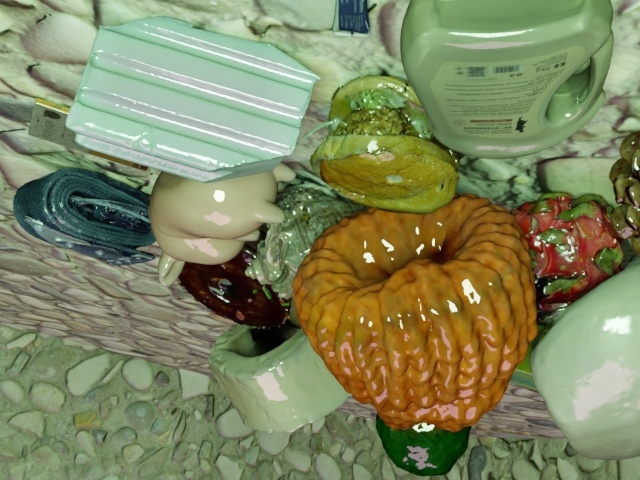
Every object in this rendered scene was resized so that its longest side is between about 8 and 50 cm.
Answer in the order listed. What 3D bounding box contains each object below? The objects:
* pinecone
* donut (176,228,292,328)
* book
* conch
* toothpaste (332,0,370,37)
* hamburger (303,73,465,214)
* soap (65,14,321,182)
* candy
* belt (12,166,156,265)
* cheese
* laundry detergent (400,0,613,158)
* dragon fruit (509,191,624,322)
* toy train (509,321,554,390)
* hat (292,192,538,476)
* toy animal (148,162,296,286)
[{"bbox_3d":[0.383,-0.052,0.802,0.179,0.150,0.195,-30,144,17],"label":"pinecone"},{"bbox_3d":[-0.145,0.054,1.359,0.235,0.089,0.235,17,141,15],"label":"donut"},{"bbox_3d":[-0.312,-0.143,1.090,0.172,0.012,0.118,17,160,-19],"label":"book"},{"bbox_3d":[0.000,0.000,1.130,0.245,0.178,0.163,-21,122,5],"label":"conch"},{"bbox_3d":[0.027,-0.222,0.702,0.037,0.021,0.140,7,162,5],"label":"toothpaste"},{"bbox_3d":[0.073,-0.109,0.877,0.185,0.113,0.177,14,167,10],"label":"hamburger"},{"bbox_3d":[-0.129,-0.141,0.831,0.230,0.145,0.091,17,169,-5],"label":"soap"},{"bbox_3d":[0.485,0.142,1.037,0.427,0.186,0.386,-27,144,-4],"label":"candy"},{"bbox_3d":[-0.349,-0.042,1.227,0.128,0.122,0.218,-10,159,40],"label":"belt"},{"bbox_3d":[-0.047,0.207,1.443,0.292,0.332,0.153,-15,106,38],"label":"cheese"},{"bbox_3d":[0.173,-0.149,0.732,0.181,0.091,0.253,-2,158,13],"label":"laundry detergent"},{"bbox_3d":[0.321,0.019,1.031,0.172,0.166,0.160,-6,-157,-13],"label":"dragon fruit"},{"bbox_3d":[0.507,0.216,1.524,0.237,0.150,0.369,17,158,-2],"label":"toy train"},{"bbox_3d":[0.141,0.159,0.983,0.285,0.285,0.400,-2,120,30],"label":"hat"},{"bbox_3d":[-0.151,-0.047,1.066,0.154,0.166,0.250,27,149,-18],"label":"toy animal"}]
